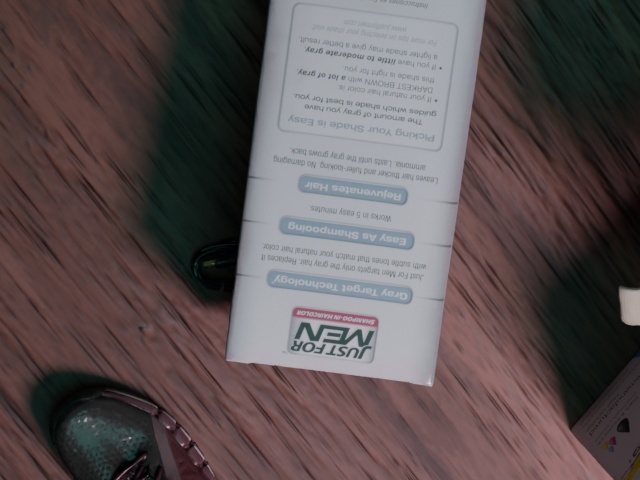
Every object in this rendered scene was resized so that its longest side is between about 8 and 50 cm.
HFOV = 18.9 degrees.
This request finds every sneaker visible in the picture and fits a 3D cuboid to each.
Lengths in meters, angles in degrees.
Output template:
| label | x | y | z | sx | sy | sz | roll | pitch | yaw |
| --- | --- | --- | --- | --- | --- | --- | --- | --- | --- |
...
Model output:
| label | x | y | z | sx | sy | sz | roll | pitch | yaw |
| --- | --- | --- | --- | --- | --- | --- | --- | --- | --- |
| sneaker | -0.127 | 0.253 | 1.744 | 0.106 | 0.162 | 0.281 | -45 | 107 | 2 |

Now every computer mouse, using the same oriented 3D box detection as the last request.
| label | x | y | z | sx | sy | sz | roll | pitch | yaw |
| --- | --- | --- | --- | --- | --- | --- | --- | --- | --- |
| computer mouse | 0.000 | 0.000 | 1.771 | 0.242 | 0.041 | 0.071 | -18 | 107 | -5 |

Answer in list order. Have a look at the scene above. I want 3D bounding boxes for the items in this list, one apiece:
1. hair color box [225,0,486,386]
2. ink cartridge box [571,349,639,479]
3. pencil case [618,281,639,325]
| label | x | y | z | sx | sy | sz | roll | pitch | yaw |
| --- | --- | --- | --- | --- | --- | --- | --- | --- | --- |
| hair color box | 0.030 | -0.073 | 1.692 | 0.185 | 0.113 | 0.374 | 7 | 96 | -3 |
| ink cartridge box | 0.398 | 0.201 | 1.773 | 0.197 | 0.270 | 0.198 | 39 | 93 | -16 |
| pencil case | 0.426 | -0.061 | 1.681 | 0.410 | 0.183 | 0.160 | -52 | 151 | -31 |
